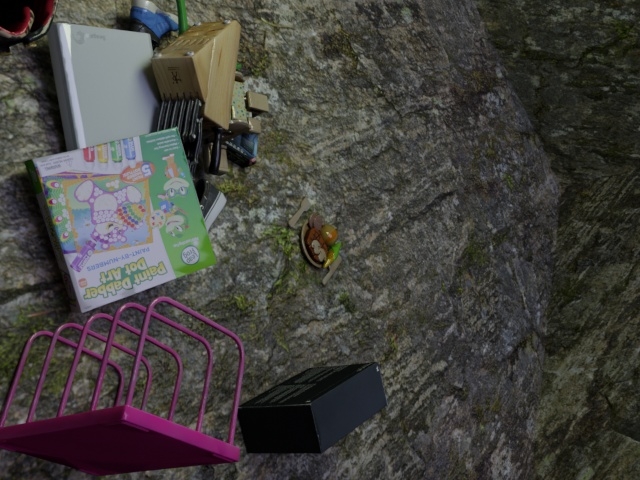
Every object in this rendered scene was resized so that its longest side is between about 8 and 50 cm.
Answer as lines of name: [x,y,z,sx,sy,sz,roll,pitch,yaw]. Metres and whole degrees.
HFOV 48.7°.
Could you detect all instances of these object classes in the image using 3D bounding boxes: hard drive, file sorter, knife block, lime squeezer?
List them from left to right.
hard drive: [-0.353,-0.207,1.220,0.203,0.040,0.307,-16,100,-56]
file sorter: [-0.276,0.209,0.996,0.202,0.290,0.182,38,46,-42]
lime squeezer: [-0.249,-0.393,1.437,0.310,0.059,0.110,47,47,-65]
knife block: [-0.219,-0.255,1.324,0.276,0.088,0.242,-63,150,-49]

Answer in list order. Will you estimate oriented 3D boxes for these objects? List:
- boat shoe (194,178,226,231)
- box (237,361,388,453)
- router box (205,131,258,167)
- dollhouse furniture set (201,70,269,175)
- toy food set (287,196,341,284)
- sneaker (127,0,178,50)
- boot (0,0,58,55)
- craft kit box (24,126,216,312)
boat shoe: [-0.247,-0.038,1.315,0.076,0.080,0.228,51,40,-22]
box: [-0.010,0.333,1.423,0.261,0.184,0.103,-15,90,-55]
router box: [-0.186,-0.222,1.502,0.122,0.038,0.092,29,54,-47]
dollhouse furniture set: [-0.149,-0.226,1.424,0.161,0.101,0.182,5,72,-47]
toy food set: [0.000,0.000,1.687,0.192,0.038,0.132,60,37,-22]
sneaker: [-0.322,-0.404,1.363,0.152,0.058,0.084,-12,115,-78]
boot: [-0.474,-0.222,0.867,0.138,0.284,0.377,43,45,-38]
craft kit box: [-0.316,-0.039,1.149,0.250,0.061,0.247,-22,104,-35]
